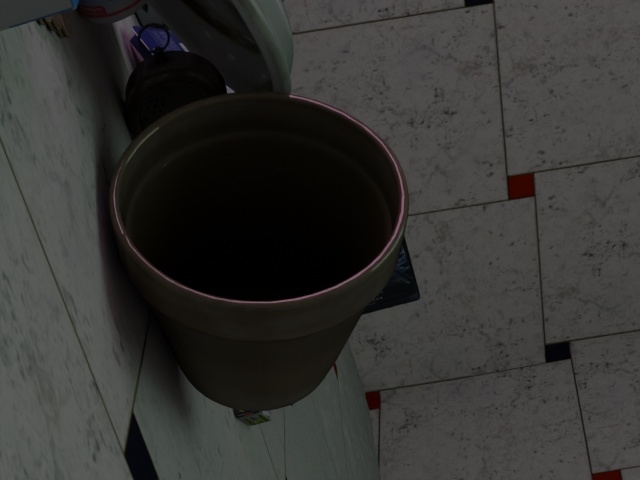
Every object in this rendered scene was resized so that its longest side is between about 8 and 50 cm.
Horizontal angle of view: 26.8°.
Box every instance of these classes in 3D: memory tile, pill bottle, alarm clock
[{"bbox_3d":[-0.296,-0.290,1.407,0.113,0.012,0.148,9,66,-85],"label":"memory tile"},{"bbox_3d":[-0.260,-0.335,1.534,0.087,0.087,0.160,-100,173,-50],"label":"pill bottle"},{"bbox_3d":[-0.186,-0.185,1.681,0.064,0.129,0.192,-97,172,-57],"label":"alarm clock"}]

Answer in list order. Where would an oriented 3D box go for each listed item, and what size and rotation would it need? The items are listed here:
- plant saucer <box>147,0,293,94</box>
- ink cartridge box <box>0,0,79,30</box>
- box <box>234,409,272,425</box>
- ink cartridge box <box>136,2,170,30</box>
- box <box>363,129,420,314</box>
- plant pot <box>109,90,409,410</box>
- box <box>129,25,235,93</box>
[{"bbox_3d":[-0.144,-0.338,1.593,0.400,0.100,0.400,47,-10,11],"label":"plant saucer"},{"bbox_3d":[-0.254,-0.235,1.132,0.181,0.104,0.062,-97,171,-62],"label":"ink cartridge box"},{"bbox_3d":[-0.119,0.162,1.976,0.114,0.036,0.207,61,15,-73],"label":"box"},{"bbox_3d":[-0.202,-0.371,1.999,0.208,0.153,0.087,67,10,-57],"label":"ink cartridge box"},{"bbox_3d":[0.000,0.000,2.384,0.395,0.293,0.212,62,13,-70],"label":"box"},{"bbox_3d":[-0.071,0.037,1.529,0.280,0.323,0.323,95,-12,-49],"label":"plant pot"},{"bbox_3d":[-0.186,-0.241,1.909,0.136,0.036,0.225,52,19,11],"label":"box"}]
